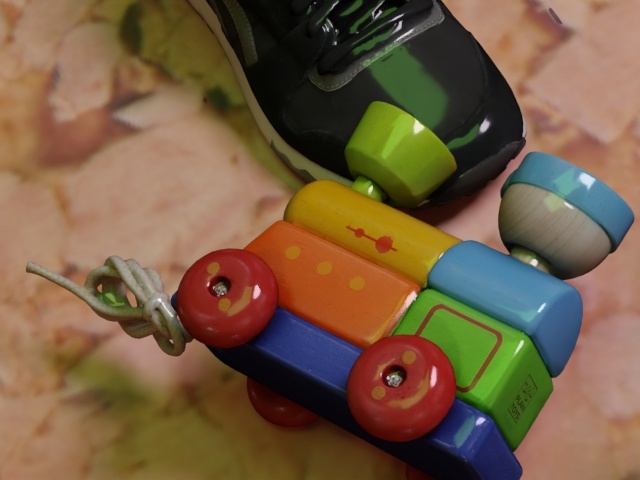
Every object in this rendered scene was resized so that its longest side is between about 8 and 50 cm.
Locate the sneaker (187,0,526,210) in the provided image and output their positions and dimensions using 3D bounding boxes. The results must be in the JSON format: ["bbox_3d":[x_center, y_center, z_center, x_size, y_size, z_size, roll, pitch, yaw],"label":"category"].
[{"bbox_3d":[-0.015,-0.129,0.913,0.107,0.124,0.283,-36,54,-10],"label":"sneaker"}]

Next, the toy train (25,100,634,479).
[{"bbox_3d":[0.000,0.000,0.819,0.248,0.105,0.143,26,74,30],"label":"toy train"}]
